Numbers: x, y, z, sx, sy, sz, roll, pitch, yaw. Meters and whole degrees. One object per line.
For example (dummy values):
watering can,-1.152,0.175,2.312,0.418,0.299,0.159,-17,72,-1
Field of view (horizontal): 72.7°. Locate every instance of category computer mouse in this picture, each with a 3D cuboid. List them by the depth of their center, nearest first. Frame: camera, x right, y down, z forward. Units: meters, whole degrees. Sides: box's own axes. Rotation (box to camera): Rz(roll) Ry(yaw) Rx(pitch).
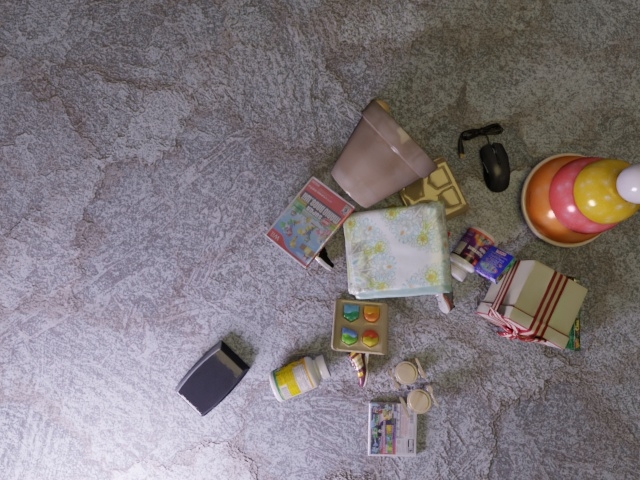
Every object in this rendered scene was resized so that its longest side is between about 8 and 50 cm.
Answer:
computer mouse,0.617,-0.307,1.629,0.183,0.060,0.262,-7,90,-1

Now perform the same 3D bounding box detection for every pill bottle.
pill bottle,-0.072,0.497,1.593,0.208,0.117,0.118,-23,90,0
pill bottle,0.546,0.051,1.604,0.108,0.108,0.194,36,90,0

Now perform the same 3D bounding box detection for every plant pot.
plant pot,0.200,-0.275,1.528,0.323,0.323,0.280,45,106,0

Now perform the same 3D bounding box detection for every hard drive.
hard drive,-0.406,0.520,1.622,0.172,0.054,0.255,44,90,0

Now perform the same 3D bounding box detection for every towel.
towel,0.266,0.039,1.551,0.374,0.090,0.321,-6,89,22

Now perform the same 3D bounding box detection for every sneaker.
sneaker,0.000,0.000,1.613,0.121,0.079,0.217,-44,89,1
sneaker,0.137,0.452,1.623,0.083,0.069,0.186,4,81,-1
sneaker,0.465,0.191,1.639,0.064,0.061,0.158,-16,91,-27

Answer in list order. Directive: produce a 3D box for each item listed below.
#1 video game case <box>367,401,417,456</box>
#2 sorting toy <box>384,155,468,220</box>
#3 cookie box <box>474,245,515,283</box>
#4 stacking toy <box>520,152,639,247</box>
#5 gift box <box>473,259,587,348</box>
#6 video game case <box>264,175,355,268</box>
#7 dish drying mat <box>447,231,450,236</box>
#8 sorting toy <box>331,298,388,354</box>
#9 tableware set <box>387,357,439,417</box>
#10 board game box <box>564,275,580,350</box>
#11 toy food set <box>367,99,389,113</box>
video game case,0.272,0.712,1.644,0.183,0.023,0.202,1,91,-1
sorting toy,0.373,-0.151,1.642,0.307,0.041,0.229,-25,90,4
cookie box,0.617,0.085,1.541,0.107,0.040,0.091,-48,50,-7
stacking toy,0.920,-0.148,1.422,0.350,0.480,0.351,0,90,0
gift box,0.713,0.224,1.542,0.276,0.255,0.258,27,82,1
video game case,-0.040,-0.069,1.582,0.204,0.025,0.285,38,85,15
dish drying mat,0.449,-0.030,1.653,0.083,0.008,0.032,21,89,0
sorting toy,0.149,0.315,1.605,0.208,0.038,0.193,6,68,-2
tableware set,0.347,0.545,1.624,0.128,0.039,0.194,-26,74,13
board game box,0.896,0.260,1.592,0.030,0.136,0.260,0,89,-7
toy food set,0.219,-0.489,1.646,0.083,0.020,0.083,-3,90,-1
